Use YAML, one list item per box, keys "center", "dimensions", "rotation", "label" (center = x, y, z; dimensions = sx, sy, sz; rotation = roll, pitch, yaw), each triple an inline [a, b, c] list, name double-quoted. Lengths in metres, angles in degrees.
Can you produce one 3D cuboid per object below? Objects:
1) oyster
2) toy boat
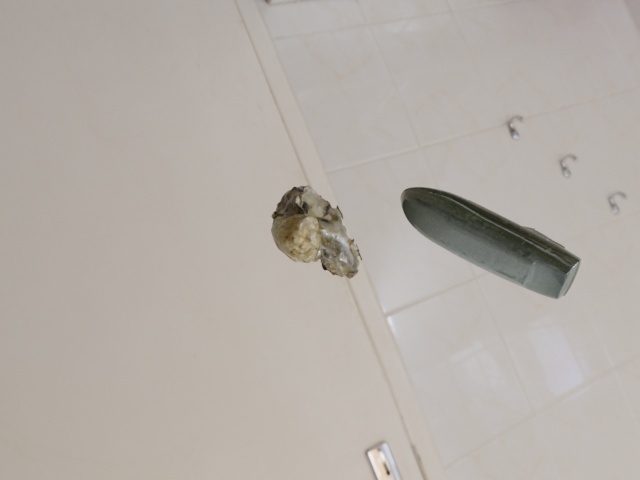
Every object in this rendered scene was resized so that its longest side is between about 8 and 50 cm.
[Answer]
- center: [-0.002, 0.006, 0.978]
  dimensions: [0.094, 0.166, 0.294]
  rotation: [-30, 146, 12]
  label: "oyster"
- center: [0.218, -0.009, 0.794]
  dimensions: [0.085, 0.260, 0.078]
  rotation: [-30, 139, -42]
  label: "toy boat"
